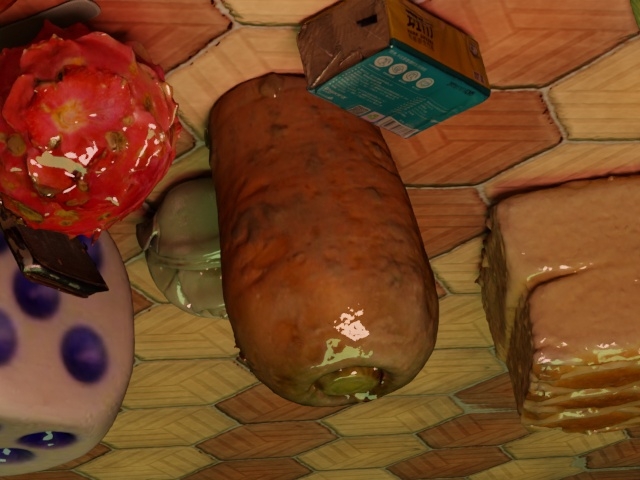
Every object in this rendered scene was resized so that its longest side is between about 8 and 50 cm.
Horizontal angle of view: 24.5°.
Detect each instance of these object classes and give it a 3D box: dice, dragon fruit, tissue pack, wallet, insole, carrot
[{"bbox_3d":[-0.415,0.100,1.715,0.277,0.304,0.304,-24,152,32],"label":"dice"},{"bbox_3d":[-0.241,-0.099,1.442,0.205,0.210,0.268,-33,163,-18],"label":"dragon fruit"},{"bbox_3d":[0.074,-0.179,1.487,0.120,0.082,0.169,-25,151,34],"label":"tissue pack"},{"bbox_3d":[-0.309,-0.035,1.540,0.031,0.232,0.122,-41,148,12],"label":"wallet"},{"bbox_3d":[-0.278,-0.203,1.432,0.153,0.002,0.053,-18,154,24],"label":"insole"},{"bbox_3d":[0.000,0.000,1.567,0.224,0.340,0.224,-8,153,-4],"label":"carrot"}]

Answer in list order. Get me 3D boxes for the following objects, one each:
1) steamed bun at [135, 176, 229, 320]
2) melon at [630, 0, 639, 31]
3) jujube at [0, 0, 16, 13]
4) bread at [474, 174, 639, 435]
[{"bbox_3d":[-0.118,0.026,1.830,0.211,0.144,0.218,9,152,-31],"label":"steamed bun"},{"bbox_3d":[0.401,-0.212,1.461,0.196,0.124,0.323,-8,163,4],"label":"melon"},{"bbox_3d":[-0.334,-0.233,1.167,0.230,0.155,0.155,-12,157,26],"label":"jujube"},{"bbox_3d":[0.421,0.094,1.989,0.390,0.279,0.371,-4,155,-1],"label":"bread"}]
